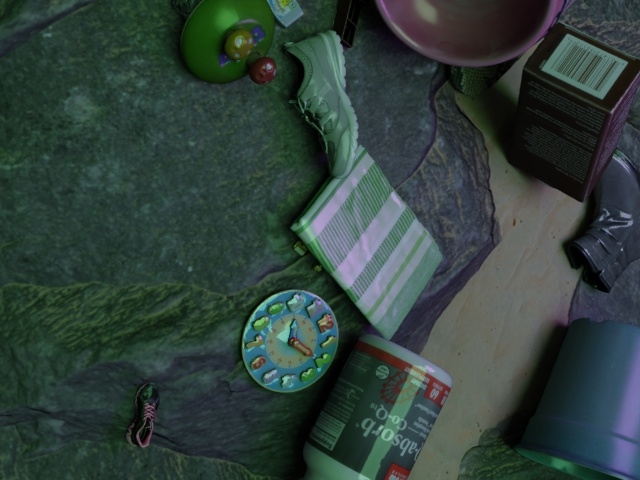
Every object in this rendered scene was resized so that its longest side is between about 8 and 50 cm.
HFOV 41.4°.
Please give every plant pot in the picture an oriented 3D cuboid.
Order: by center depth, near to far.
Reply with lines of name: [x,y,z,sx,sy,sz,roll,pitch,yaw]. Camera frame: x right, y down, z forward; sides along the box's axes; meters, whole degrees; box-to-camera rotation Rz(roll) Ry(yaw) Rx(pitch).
plant pot: [0.651,0.373,1.923,0.341,0.341,0.334,28,73,-29]

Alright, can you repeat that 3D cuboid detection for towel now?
towel: [0.102,0.004,1.698,0.325,0.038,0.248,50,61,-26]

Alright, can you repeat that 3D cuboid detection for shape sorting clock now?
shape sorting clock: [-0.056,0.197,1.651,0.206,0.040,0.206,-4,97,-29]

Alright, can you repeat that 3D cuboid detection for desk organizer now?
desk organizer: [0.060,-0.440,1.634,0.047,0.050,0.130,14,89,-30]

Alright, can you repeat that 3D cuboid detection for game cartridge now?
game cartridge: [-0.073,-0.442,1.581,0.056,0.017,0.083,-41,113,-15]

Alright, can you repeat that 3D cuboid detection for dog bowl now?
dog bowl: [0.267,-0.491,1.523,0.408,0.408,0.150,46,49,-25]

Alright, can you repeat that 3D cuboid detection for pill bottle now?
pill bottle: [0.093,0.385,1.660,0.210,0.210,0.362,32,80,-28]

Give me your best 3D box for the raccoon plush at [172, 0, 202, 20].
raccoon plush: [-0.166,-0.571,1.350,0.216,0.299,0.446,-34,111,-22]

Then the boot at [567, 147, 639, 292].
boot: [0.662,-0.051,1.986,0.223,0.118,0.338,-41,109,-13]

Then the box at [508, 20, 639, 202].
box: [0.508,-0.247,1.711,0.143,0.191,0.381,-52,160,-15]

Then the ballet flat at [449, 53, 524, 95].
ballet flat: [0.423,-0.526,1.752,0.164,0.182,0.482,31,81,-26]

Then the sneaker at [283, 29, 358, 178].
sneaker: [-0.004,-0.251,1.603,0.115,0.105,0.281,-11,87,-14]

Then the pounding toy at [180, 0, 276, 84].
pounding toy: [-0.125,-0.352,1.445,0.183,0.110,0.236,-7,133,-43]

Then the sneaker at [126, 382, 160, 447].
sneaker: [-0.310,0.316,1.515,0.047,0.057,0.119,13,88,-28]

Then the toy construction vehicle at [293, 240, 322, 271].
toy construction vehicle: [0.000,0.000,1.662,0.098,0.035,0.086,-50,116,-15]
